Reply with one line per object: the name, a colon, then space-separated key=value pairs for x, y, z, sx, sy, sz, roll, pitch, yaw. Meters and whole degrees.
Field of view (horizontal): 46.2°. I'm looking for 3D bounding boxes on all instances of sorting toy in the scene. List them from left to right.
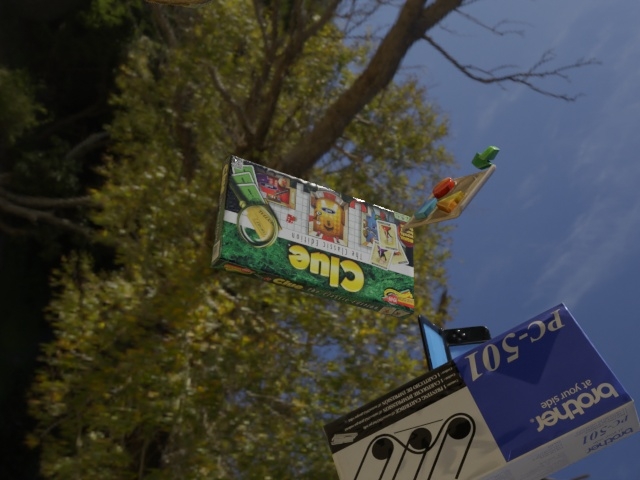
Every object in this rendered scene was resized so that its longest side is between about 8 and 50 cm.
sorting toy: x=0.097 y=-0.040 z=0.541 sx=0.083 sy=0.012 sz=0.062 roll=-48 pitch=-164 yaw=-33

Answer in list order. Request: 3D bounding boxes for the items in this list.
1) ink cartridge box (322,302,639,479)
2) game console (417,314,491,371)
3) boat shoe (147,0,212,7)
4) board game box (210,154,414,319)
ink cartridge box: x=0.111 y=0.137 z=0.547 sx=0.207 sy=0.046 sz=0.097 roll=-28 pitch=-138 yaw=6
game console: x=0.183 y=0.157 z=0.962 sx=0.071 sy=0.107 sz=0.122 roll=91 pitch=-8 yaw=-58
boat shoe: x=-0.119 y=-0.168 z=0.428 sx=0.045 sy=0.135 sz=0.050 roll=-133 pitch=-126 yaw=-63
board game box: x=0.000 y=0.000 z=0.885 sx=0.030 sy=0.260 sz=0.136 roll=-34 pitch=-133 yaw=52
